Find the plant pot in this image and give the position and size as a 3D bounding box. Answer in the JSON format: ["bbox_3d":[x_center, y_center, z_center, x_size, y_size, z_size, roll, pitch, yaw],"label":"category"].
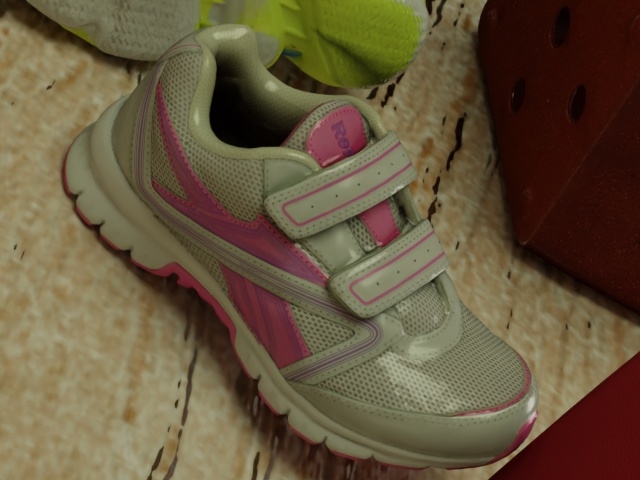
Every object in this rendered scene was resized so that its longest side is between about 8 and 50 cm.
[{"bbox_3d":[0.236,-0.099,1.012,0.235,0.267,0.267,8,50,-17],"label":"plant pot"}]

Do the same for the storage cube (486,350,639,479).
[{"bbox_3d":[0.159,0.179,0.744,0.183,0.193,0.215,33,41,-11],"label":"storage cube"}]

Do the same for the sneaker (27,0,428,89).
[{"bbox_3d":[-0.064,-0.149,0.947,0.240,0.091,0.126,17,29,-26],"label":"sneaker"}]

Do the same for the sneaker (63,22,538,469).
[{"bbox_3d":[0.000,0.000,0.812,0.252,0.111,0.103,39,40,8],"label":"sneaker"}]
